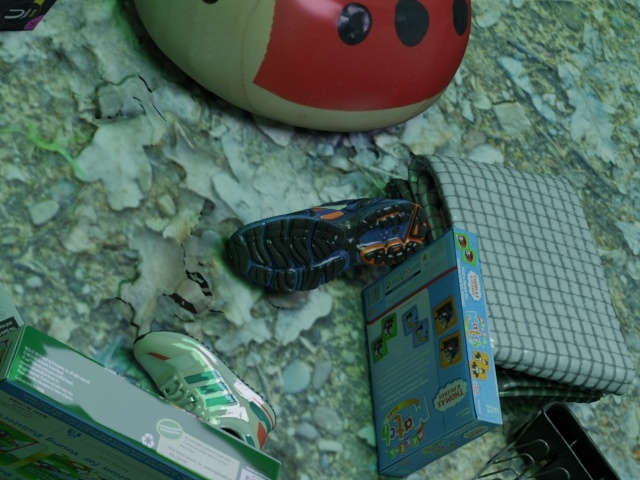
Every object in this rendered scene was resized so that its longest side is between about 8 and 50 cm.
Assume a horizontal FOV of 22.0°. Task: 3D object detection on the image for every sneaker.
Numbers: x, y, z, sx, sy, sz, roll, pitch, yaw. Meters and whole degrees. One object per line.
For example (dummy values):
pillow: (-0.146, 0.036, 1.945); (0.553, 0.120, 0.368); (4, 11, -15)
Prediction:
sneaker: (0.000, 0.000, 1.730); (0.221, 0.087, 0.083); (-7, 105, -27)
sneaker: (-0.115, 0.152, 1.553); (0.161, 0.057, 0.075); (40, 41, -15)

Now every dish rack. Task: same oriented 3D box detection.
dish rack: (0.220, 0.316, 1.703); (0.271, 0.074, 0.208); (-33, 86, -44)

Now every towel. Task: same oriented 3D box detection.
towel: (0.204, 0.051, 1.815); (0.235, 0.121, 0.284); (11, 51, -35)

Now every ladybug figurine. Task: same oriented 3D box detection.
ladybug figurine: (0.007, -0.277, 1.838); (0.449, 0.162, 0.305); (-1, 65, -38)

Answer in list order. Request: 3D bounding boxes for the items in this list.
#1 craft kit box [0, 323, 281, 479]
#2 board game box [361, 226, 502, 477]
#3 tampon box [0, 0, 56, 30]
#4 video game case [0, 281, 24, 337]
craft kit box: (-0.202, 0.175, 1.321); (0.250, 0.246, 0.061); (33, 50, -27)
board game box: (0.110, 0.115, 1.679); (0.039, 0.160, 0.212); (16, 55, -32)
tampon box: (-0.325, -0.304, 1.625); (0.101, 0.120, 0.161); (-9, 70, -40)
video game case: (-0.335, 0.106, 1.437); (0.190, 0.022, 0.173); (-24, 79, -45)
